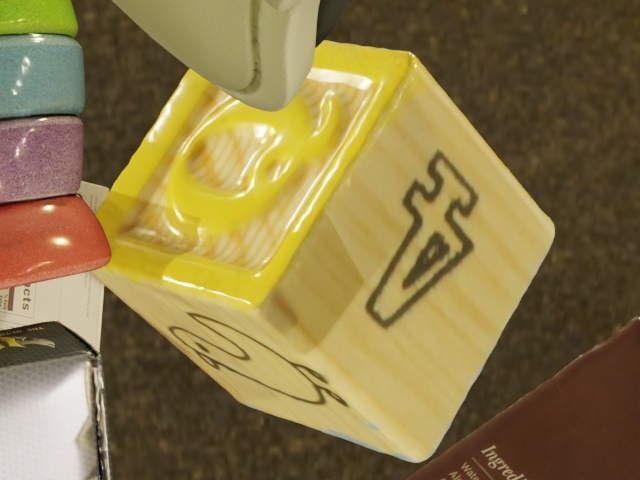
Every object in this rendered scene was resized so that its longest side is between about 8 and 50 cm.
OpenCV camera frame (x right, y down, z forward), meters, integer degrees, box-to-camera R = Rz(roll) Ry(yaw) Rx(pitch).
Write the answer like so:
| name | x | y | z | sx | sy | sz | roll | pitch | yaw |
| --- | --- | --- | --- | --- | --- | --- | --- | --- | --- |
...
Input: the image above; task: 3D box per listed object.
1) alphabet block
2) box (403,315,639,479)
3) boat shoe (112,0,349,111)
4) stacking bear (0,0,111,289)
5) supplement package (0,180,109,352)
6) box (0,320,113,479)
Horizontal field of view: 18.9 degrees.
| name | x | y | z | sx | sy | sz | roll | pitch | yaw |
| --- | --- | --- | --- | --- | --- | --- | --- | --- | --- |
| alphabet block | 0.000 | 0.000 | 1.239 | 0.192 | 0.197 | 0.193 | 12 | 65 | 45 |
| box | 0.131 | 0.183 | 0.885 | 0.203 | 0.168 | 0.167 | -34 | 45 | -8 |
| boat shoe | -0.017 | -0.115 | 0.425 | 0.127 | 0.340 | 0.113 | 43 | 85 | -1 |
| stacking bear | -0.195 | -0.117 | 0.851 | 0.164 | 0.175 | 0.289 | -11 | 92 | -19 |
| supplement package | -0.275 | 0.072 | 1.286 | 0.145 | 0.262 | 0.204 | 14 | 70 | -36 |
| box | -0.198 | 0.142 | 0.777 | 0.233 | 0.183 | 0.059 | -9 | 17 | -26 |
